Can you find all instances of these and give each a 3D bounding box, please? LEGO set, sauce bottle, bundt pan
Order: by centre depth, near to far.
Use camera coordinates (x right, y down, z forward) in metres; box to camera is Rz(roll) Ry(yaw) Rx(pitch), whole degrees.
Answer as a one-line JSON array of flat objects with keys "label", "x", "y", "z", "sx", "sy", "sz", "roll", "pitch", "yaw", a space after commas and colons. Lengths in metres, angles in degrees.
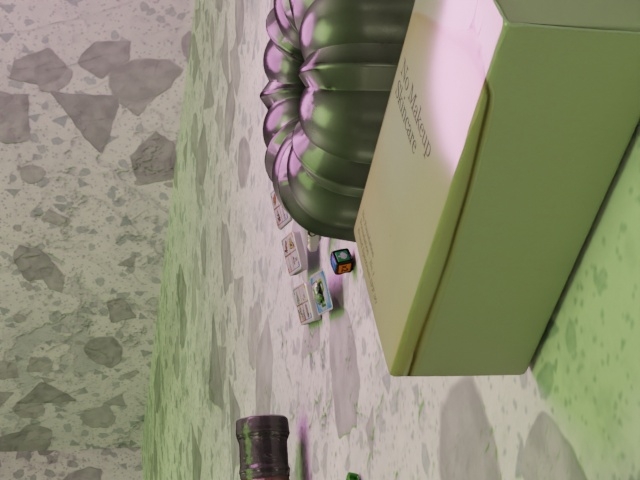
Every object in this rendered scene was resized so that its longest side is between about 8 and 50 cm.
[{"label": "bundt pan", "x": 0.018, "y": -0.155, "z": 1.222, "sx": 0.331, "sy": 0.124, "sz": 0.331, "roll": -179, "pitch": 90, "yaw": -77}, {"label": "LEGO set", "x": 0.000, "y": 0.000, "z": 1.498, "sx": 0.244, "sy": 0.060, "sz": 0.183, "roll": 141, "pitch": 116, "yaw": -74}, {"label": "sauce bottle", "x": -0.066, "y": 0.398, "z": 1.568, "sx": 0.111, "sy": 0.111, "sz": 0.344, "roll": 123, "pitch": 145, "yaw": -65}]

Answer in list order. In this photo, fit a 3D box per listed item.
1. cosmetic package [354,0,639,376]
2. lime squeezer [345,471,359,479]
[{"label": "cosmetic package", "x": 0.115, "y": -0.063, "z": 0.841, "sx": 0.160, "sy": 0.113, "sz": 0.309, "roll": -103, "pitch": 18, "yaw": -45}, {"label": "lime squeezer", "x": 0.061, "y": 0.326, "z": 1.207, "sx": 0.110, "sy": 0.059, "sz": 0.310, "roll": -59, "pitch": 13, "yaw": -2}]
